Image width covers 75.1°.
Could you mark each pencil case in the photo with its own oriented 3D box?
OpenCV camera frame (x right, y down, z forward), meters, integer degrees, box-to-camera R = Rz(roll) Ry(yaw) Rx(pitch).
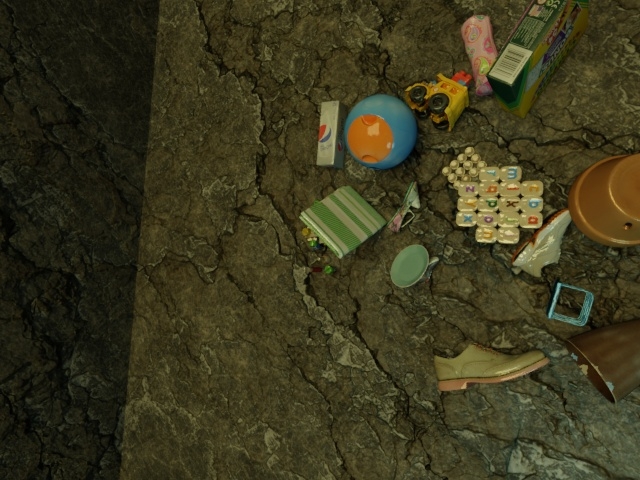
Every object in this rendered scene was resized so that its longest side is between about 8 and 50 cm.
[{"bbox_3d":[0.607,-0.683,1.541,0.124,0.124,0.284,-17,77,28],"label":"pencil case"}]

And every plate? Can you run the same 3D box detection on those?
[{"bbox_3d":[0.357,0.103,1.655,0.188,0.024,0.188,-36,37,33],"label":"plate"}]

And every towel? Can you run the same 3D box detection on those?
[{"bbox_3d":[0.096,-0.086,1.679,0.248,0.325,0.038,45,137,10],"label":"towel"}]

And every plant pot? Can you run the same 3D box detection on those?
[{"bbox_3d":[0.926,-0.134,1.238,0.291,0.203,0.290,-2,82,16],"label":"plant pot"},{"bbox_3d":[0.921,0.341,1.268,0.230,0.215,0.215,-33,71,9],"label":"plant pot"}]

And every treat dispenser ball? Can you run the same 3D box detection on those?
[{"bbox_3d":[0.236,-0.426,1.648,0.288,0.288,0.288,-2,86,30],"label":"treat dispenser ball"}]

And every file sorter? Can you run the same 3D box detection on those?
[{"bbox_3d":[0.803,0.202,1.349,0.104,0.170,0.118,17,95,26],"label":"file sorter"}]

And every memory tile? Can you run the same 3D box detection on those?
[{"bbox_3d":[0.556,-0.277,1.611,0.148,0.012,0.113,-41,68,21],"label":"memory tile"}]

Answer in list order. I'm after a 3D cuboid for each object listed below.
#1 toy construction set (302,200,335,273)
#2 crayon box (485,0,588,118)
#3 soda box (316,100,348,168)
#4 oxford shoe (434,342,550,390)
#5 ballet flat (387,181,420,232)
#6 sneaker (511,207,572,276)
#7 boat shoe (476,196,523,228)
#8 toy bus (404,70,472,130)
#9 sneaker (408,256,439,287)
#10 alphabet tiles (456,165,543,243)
[{"bbox_3d":[0.000,0.000,1.787,0.257,0.237,0.308,23,99,29],"label":"toy construction set"},{"bbox_3d":[0.718,-0.627,1.365,0.106,0.313,0.363,40,107,29],"label":"crayon box"},{"bbox_3d":[0.054,-0.470,1.867,0.091,0.098,0.286,5,90,31],"label":"soda box"},{"bbox_3d":[0.589,0.430,1.479,0.397,0.140,0.146,-22,69,25],"label":"oxford shoe"},{"bbox_3d":[0.354,-0.129,1.693,0.079,0.077,0.221,31,108,9],"label":"ballet flat"},{"bbox_3d":[0.785,0.011,1.426,0.121,0.099,0.262,39,107,8],"label":"sneaker"},{"bbox_3d":[0.665,-0.101,1.503,0.228,0.069,0.081,25,99,29],"label":"boat shoe"},{"bbox_3d":[0.471,-0.569,1.614,0.220,0.149,0.211,41,94,28],"label":"toy bus"},{"bbox_3d":[0.417,0.127,1.652,0.065,0.061,0.158,45,113,-2],"label":"sneaker"},{"bbox_3d":[0.630,-0.127,1.475,0.278,0.021,0.284,2,76,26],"label":"alphabet tiles"}]
